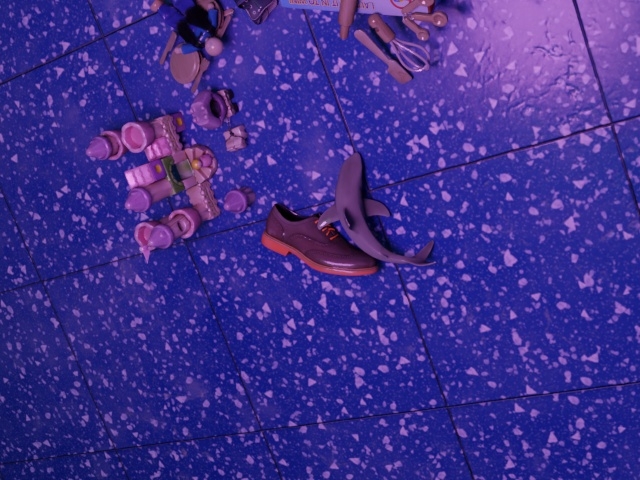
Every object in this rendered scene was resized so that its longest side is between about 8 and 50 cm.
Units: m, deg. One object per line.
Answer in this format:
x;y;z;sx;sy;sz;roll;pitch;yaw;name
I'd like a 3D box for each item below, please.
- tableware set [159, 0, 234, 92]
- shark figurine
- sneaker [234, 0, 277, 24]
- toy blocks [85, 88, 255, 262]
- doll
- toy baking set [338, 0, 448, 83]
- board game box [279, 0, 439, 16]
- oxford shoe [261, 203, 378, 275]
-0.255;-0.418;1.918;0.128;0.039;0.194;43;118;25;tableware set
0.093;-0.022;1.825;0.166;0.116;0.278;-41;82;10;shark figurine
-0.190;-0.486;1.805;0.226;0.086;0.163;-23;100;12;sneaker
-0.329;-0.132;1.939;0.309;0.260;0.288;-14;102;31;toy blocks
-0.265;-0.437;1.868;0.189;0.046;0.129;43;107;19;doll
0.122;-0.386;1.660;0.197;0.030;0.256;24;147;4;toy baking set
0.046;-0.549;1.603;0.308;0.086;0.302;11;143;23;board game box
0.000;0.000;1.919;0.271;0.097;0.098;19;110;20;oxford shoe
